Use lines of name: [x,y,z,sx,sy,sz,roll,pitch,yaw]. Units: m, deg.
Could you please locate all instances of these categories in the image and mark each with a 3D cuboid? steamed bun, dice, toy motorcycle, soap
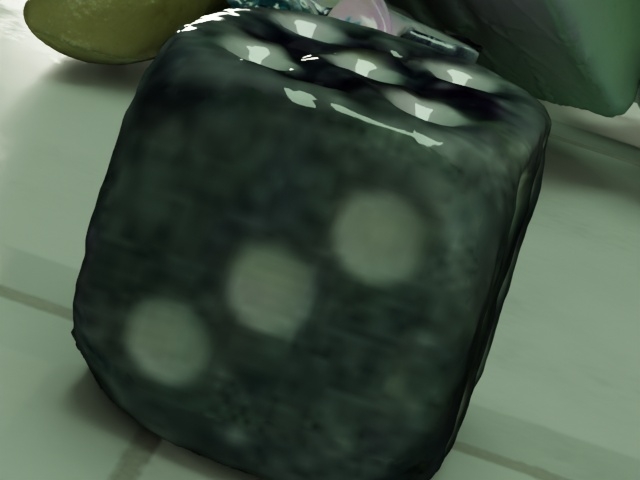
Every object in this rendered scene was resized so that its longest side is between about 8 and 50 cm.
steamed bun: [-0.099,-0.205,1.265,0.110,0.212,0.231,49,24,-2]
dice: [0.000,0.000,0.791,0.183,0.182,0.181,19,21,11]
toy motorcycle: [0.014,-0.151,1.263,0.204,0.108,0.239,20,-13,-24]
soap: [0.059,-0.269,1.393,0.446,0.156,0.261,20,-20,38]

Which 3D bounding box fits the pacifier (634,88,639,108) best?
pacifier: [0.333,-0.137,1.487,0.279,0.227,0.207,45,44,-39]
